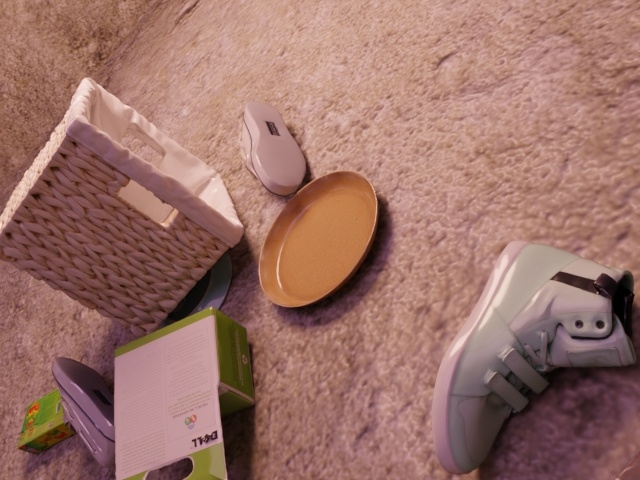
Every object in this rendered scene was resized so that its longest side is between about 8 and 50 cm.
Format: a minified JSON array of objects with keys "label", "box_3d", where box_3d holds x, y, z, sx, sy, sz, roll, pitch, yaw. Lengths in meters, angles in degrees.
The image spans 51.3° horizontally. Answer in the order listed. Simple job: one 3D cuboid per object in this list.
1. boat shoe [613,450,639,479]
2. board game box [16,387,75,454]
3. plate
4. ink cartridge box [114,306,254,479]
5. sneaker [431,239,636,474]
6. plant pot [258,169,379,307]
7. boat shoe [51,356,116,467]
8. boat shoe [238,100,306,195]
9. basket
[{"label":"boat shoe","box_3d":[0.268,0.211,0.484,0.355,0.132,0.130,-25,45,31]},{"label":"board game box","box_3d":[-0.507,0.337,1.287,0.181,0.043,0.092,-30,42,27]},{"label":"plate","box_3d":[-0.232,0.093,1.203,0.188,0.024,0.188,-27,44,30]},{"label":"ink cartridge box","box_3d":[-0.195,0.252,0.955,0.188,0.097,0.255,-24,53,17]},{"label":"sneaker","box_3d":[0.211,0.123,0.647,0.151,0.094,0.256,13,72,48]},{"label":"plant pot","box_3d":[0.000,0.000,1.021,0.236,0.032,0.236,-27,45,30]},{"label":"boat shoe","box_3d":[-0.414,0.294,1.165,0.258,0.095,0.084,31,92,45]},{"label":"boat shoe","box_3d":[-0.100,-0.152,1.205,0.088,0.096,0.268,-65,34,34]},{"label":"basket","box_3d":[-0.355,-0.064,1.181,0.266,0.328,0.331,-49,27,9]}]
